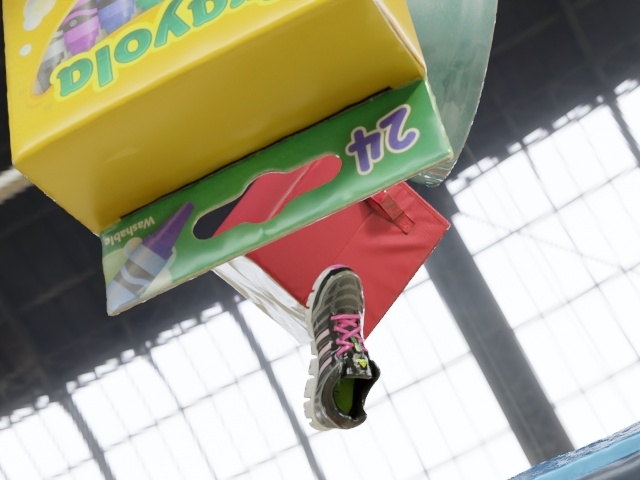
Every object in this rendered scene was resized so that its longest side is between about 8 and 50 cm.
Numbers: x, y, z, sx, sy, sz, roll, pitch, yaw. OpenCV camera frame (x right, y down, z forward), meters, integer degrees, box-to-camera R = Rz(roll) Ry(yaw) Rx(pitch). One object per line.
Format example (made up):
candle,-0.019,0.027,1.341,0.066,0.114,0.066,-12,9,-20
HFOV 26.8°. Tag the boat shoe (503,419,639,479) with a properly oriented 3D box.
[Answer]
boat shoe,0.098,0.140,0.553,0.258,0.089,0.109,-29,-9,19

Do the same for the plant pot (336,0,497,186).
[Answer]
plant pot,0.031,-0.208,1.264,0.196,0.293,0.293,7,-52,-10

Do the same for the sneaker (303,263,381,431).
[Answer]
sneaker,0.026,0.110,1.320,0.063,0.074,0.170,3,-86,-35

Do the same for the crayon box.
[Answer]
crayon box,-0.068,-0.144,0.729,0.203,0.323,0.083,-25,-37,15

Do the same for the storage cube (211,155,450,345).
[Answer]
storage cube,0.000,0.000,1.602,0.183,0.215,0.193,42,-105,-16
